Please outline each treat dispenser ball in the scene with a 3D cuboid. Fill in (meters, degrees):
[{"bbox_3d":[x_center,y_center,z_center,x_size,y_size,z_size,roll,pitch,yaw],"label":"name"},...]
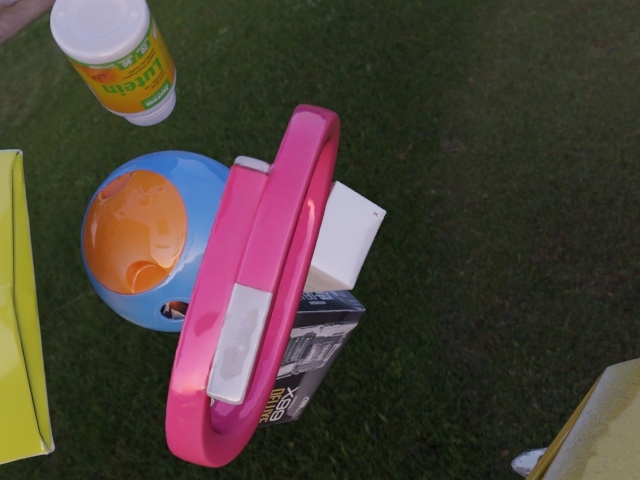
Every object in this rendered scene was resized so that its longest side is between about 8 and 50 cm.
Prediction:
[{"bbox_3d":[-0.230,0.001,1.040,0.288,0.288,0.288,-11,45,11],"label":"treat dispenser ball"}]

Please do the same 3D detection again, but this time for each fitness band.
[{"bbox_3d":[-0.047,0.033,0.515,0.054,0.209,0.291,17,86,5],"label":"fitness band"}]

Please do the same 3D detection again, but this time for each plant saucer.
[{"bbox_3d":[0.216,0.272,0.607,0.081,0.333,0.333,33,40,22],"label":"plant saucer"}]

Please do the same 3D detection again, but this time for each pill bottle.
[{"bbox_3d":[-0.301,-0.276,1.005,0.136,0.245,0.136,0,74,2],"label":"pill bottle"}]

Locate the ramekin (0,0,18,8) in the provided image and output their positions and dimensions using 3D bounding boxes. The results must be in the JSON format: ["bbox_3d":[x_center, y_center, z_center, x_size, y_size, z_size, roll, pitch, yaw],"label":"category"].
[{"bbox_3d":[-0.237,-0.225,0.260,0.135,0.277,0.277,-13,44,-5],"label":"ramekin"}]

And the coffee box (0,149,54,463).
[{"bbox_3d":[-0.522,0.080,0.741,0.338,0.338,0.334,-7,5,-31],"label":"coffee box"}]

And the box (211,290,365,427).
[{"bbox_3d":[-0.080,0.232,1.263,0.076,0.242,0.307,46,116,36],"label":"box"}]

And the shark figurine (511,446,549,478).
[{"bbox_3d":[0.395,0.381,0.879,0.166,0.116,0.278,-28,68,-22],"label":"shark figurine"}]

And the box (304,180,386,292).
[{"bbox_3d":[0.000,0.000,0.975,0.170,0.091,0.130,-16,47,65],"label":"box"}]
